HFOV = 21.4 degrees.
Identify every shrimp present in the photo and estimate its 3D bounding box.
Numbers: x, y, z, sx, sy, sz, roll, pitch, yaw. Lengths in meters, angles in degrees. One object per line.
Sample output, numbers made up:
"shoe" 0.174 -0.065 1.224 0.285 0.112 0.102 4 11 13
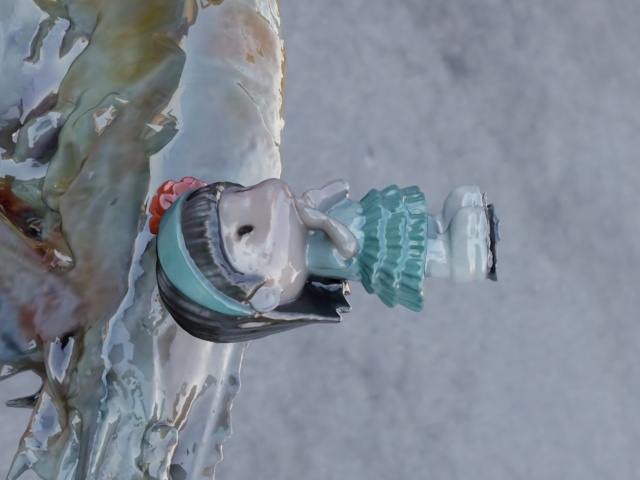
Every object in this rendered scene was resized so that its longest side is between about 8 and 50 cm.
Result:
"shrimp" -0.094 -0.005 0.594 0.062 0.164 0.317 69 18 -59

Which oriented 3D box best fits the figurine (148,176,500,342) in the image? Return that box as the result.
"figurine" 0.000 0.000 0.516 0.060 0.106 0.047 -94 180 -46
